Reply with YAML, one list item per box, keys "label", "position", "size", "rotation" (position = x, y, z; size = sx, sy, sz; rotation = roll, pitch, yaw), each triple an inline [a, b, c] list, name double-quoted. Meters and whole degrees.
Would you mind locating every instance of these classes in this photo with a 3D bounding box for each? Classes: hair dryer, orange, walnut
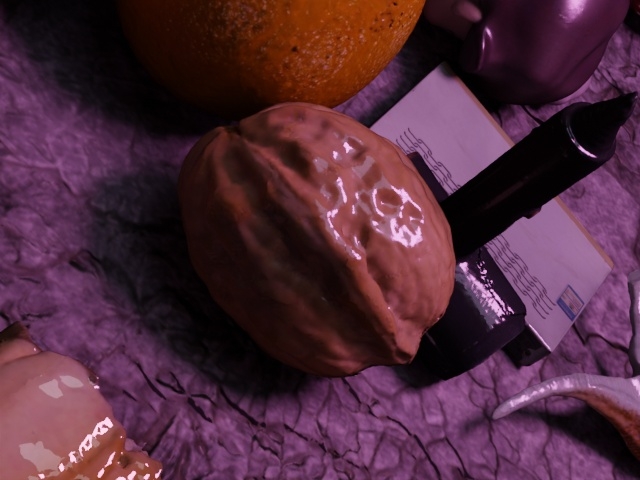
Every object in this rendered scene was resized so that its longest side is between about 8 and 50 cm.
- label: "hair dryer"
  position: [0.157, -0.020, 1.477]
  size: [0.107, 0.352, 0.189]
  rotation: [-33, 88, -39]
- label: "orange"
  position: [-0.040, -0.230, 1.505]
  size: [0.274, 0.274, 0.274]
  rotation: [25, 47, -29]
- label: "walnut"
  position: [0.000, 0.000, 1.432]
  size: [0.245, 0.198, 0.198]
  rotation: [53, 39, -6]

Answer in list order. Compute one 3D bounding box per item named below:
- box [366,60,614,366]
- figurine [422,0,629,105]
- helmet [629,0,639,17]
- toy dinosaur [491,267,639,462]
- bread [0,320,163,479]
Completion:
- label: "box"
  position: [0.154, -0.027, 1.716]
  size: [0.270, 0.045, 0.211]
  rotation: [49, 40, -4]
- label: "figurine"
  position: [0.131, -0.260, 1.804]
  size: [0.365, 0.206, 0.218]
  rotation: [16, 20, -5]
- label: "helmet"
  position: [0.439, -0.336, 2.105]
  size: [0.216, 0.193, 0.189]
  rotation: [61, 31, -10]
- label: "toy dinosaur"
  position: [0.306, 0.135, 1.686]
  size: [0.393, 0.092, 0.205]
  rotation: [-10, 97, -51]
- label: "bread"
  position: [-0.202, 0.239, 1.061]
  size: [0.316, 0.211, 0.270]
  rotation: [48, 47, 8]
